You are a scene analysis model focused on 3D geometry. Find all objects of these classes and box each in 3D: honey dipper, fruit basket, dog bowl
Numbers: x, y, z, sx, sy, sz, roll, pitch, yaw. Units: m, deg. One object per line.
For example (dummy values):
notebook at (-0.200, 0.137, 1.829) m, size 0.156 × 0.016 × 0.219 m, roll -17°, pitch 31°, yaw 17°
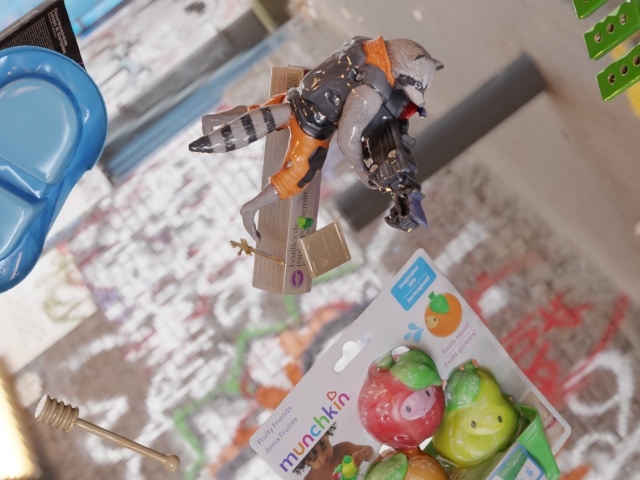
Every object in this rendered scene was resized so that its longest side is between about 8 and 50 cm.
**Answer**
honey dipper at (-0.217, 0.203, 1.438) m, size 0.161 × 0.030 × 0.030 m, roll 27°, pitch -171°, yaw -21°
fruit basket at (0.129, 0.244, 1.719) m, size 0.353 × 0.327 × 0.165 m, roll 52°, pitch 162°, yaw -28°
dog bowl at (-0.350, -0.079, 1.557) m, size 0.166 × 0.297 × 0.074 m, roll 31°, pitch -172°, yaw -7°

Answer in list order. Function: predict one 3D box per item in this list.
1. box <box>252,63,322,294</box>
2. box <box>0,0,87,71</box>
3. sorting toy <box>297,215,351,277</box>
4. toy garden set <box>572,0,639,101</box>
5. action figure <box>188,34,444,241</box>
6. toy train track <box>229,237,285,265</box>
box at (-0.042, -0.086, 1.976) m, size 0.067 × 0.323 × 0.063 m, roll 12°, pitch -169°, yaw 40°
box at (-0.371, -0.225, 1.776) m, size 0.029 × 0.162 × 0.116 m, roll 12°, pitch 131°, yaw 32°
sorting toy at (0.000, 0.000, 1.799) m, size 0.012 × 0.062 × 0.083 m, roll 19°, pitch 131°, yaw 65°
toy garden set at (0.444, -0.346, 1.932) m, size 0.204 × 0.049 × 0.244 m, roll -38°, pitch 58°, yaw 51°
action figure at (0.015, -0.140, 1.795) m, size 0.178 × 0.330 × 0.341 m, roll 47°, pitch -165°, yaw -42°
toy train track at (-0.088, 0.020, 1.899) m, size 0.083 × 0.014 × 0.048 m, roll 19°, pitch 156°, yaw 19°
